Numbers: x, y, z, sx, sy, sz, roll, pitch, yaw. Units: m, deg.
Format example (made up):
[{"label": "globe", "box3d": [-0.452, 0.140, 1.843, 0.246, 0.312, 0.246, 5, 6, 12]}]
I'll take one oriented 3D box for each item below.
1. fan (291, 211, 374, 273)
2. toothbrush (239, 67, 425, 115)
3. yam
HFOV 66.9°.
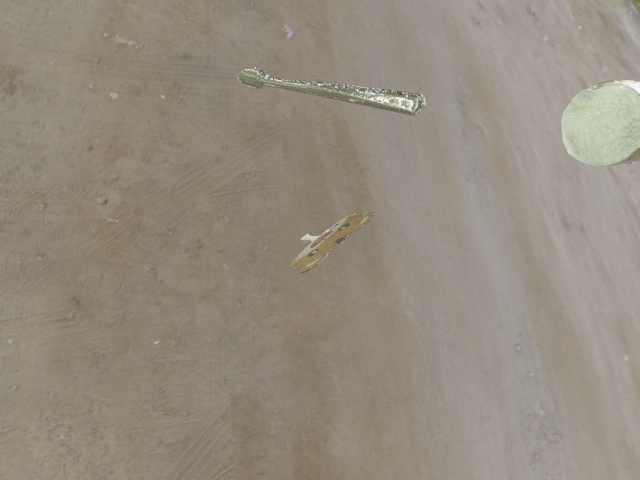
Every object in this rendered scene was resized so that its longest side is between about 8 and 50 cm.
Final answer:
[{"label": "fan", "box3d": [0.000, 0.000, 0.819, 0.152, 0.227, 0.008, -40, 102, -13]}, {"label": "toothbrush", "box3d": [0.011, -0.224, 0.720, 0.297, 0.030, 0.030, 16, 38, 20]}, {"label": "yam", "box3d": [0.276, -0.105, 0.439, 0.179, 0.078, 0.078, -17, 78, -45]}]
